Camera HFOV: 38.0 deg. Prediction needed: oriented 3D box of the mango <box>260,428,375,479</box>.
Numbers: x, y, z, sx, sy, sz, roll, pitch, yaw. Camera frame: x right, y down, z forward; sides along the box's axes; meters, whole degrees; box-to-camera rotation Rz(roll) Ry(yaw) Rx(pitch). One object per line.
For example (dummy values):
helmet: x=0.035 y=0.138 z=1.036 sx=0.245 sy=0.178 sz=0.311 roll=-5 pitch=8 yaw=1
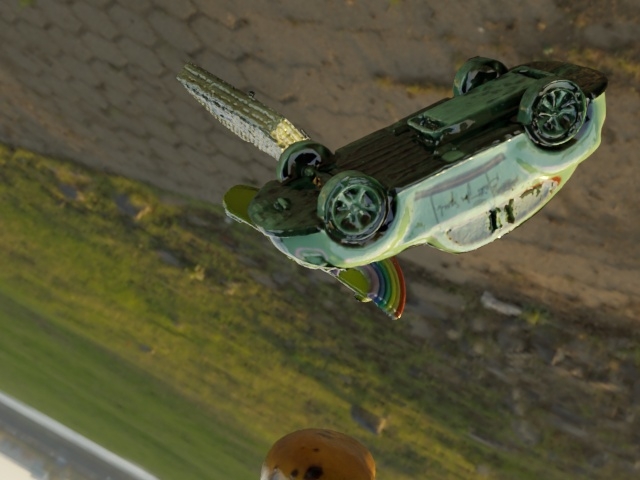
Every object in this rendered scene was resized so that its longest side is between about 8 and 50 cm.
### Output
mango: x=0.000 y=0.231 z=0.905 sx=0.115 sy=0.090 sz=0.178 roll=19 pitch=-172 yaw=0

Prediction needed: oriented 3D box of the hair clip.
hair clip: x=0.000 y=0.000 z=0.828 sx=0.188 sy=0.060 sz=0.033 roll=30 pitch=143 yaw=-4

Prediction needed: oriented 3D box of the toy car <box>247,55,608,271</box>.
toy car: x=0.095 y=-0.051 z=0.768 sx=0.125 sy=0.306 sz=0.136 roll=66 pitch=170 yaw=-24

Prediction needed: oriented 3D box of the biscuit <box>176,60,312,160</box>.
biscuit: x=-0.079 y=-0.140 z=1.093 sx=0.199 sy=0.040 sz=0.121 roll=35 pitch=174 yaw=43
